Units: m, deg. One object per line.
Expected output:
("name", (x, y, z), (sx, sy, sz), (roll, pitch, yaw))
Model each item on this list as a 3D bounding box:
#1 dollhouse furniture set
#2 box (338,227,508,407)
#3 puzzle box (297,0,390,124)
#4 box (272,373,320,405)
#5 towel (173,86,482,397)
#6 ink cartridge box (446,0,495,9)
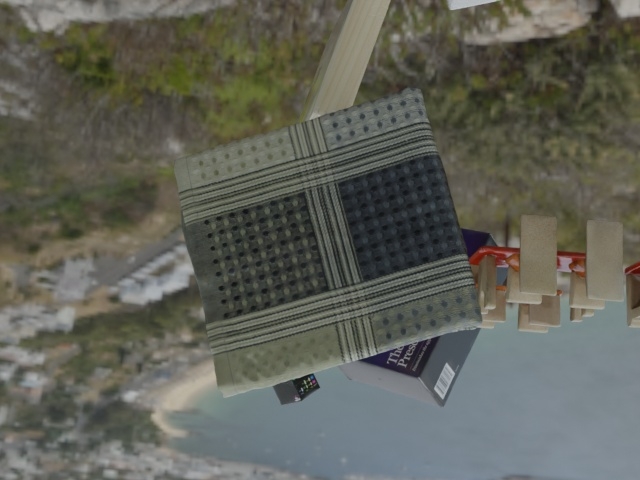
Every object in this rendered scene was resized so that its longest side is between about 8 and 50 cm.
("dollhouse furniture set", (0.314, 0.029, 1.268), (0.259, 0.135, 0.262), (5, 167, -5))
("box", (0.152, 0.105, 1.615), (0.184, 0.261, 0.103), (10, 151, 41))
("puzzle box", (0.024, -0.259, 1.647), (0.052, 0.272, 0.409), (20, 169, -6))
("box", (-0.051, 0.234, 1.786), (0.052, 0.083, 0.062), (-30, -173, -41))
("towel", (0.000, 0.000, 1.219), (0.324, 0.312, 0.056), (-15, 161, 5))
("ink cartridge box", (0.254, -0.480, 1.595), (0.154, 0.212, 0.093), (-10, -161, 8))
